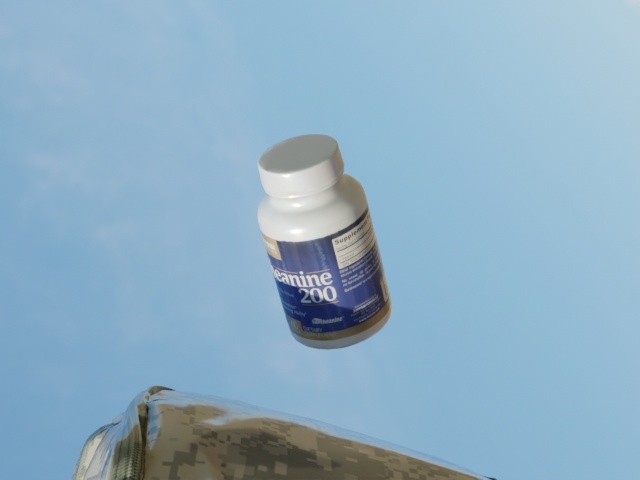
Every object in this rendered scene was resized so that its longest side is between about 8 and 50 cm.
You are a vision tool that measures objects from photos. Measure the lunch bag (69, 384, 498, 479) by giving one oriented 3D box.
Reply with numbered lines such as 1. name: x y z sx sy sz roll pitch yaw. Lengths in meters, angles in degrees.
1. lunch bag: -0.013 0.213 0.930 0.305 0.256 0.213 15 -108 -9

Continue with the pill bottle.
1. pill bottle: 0.000 0.000 0.933 0.067 0.067 0.120 -88 -15 -61
